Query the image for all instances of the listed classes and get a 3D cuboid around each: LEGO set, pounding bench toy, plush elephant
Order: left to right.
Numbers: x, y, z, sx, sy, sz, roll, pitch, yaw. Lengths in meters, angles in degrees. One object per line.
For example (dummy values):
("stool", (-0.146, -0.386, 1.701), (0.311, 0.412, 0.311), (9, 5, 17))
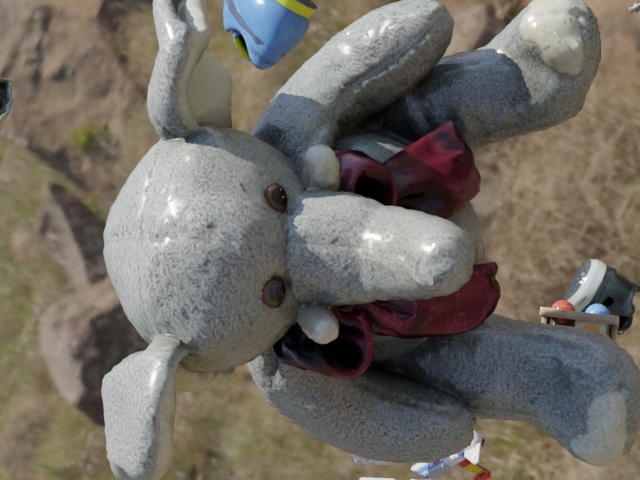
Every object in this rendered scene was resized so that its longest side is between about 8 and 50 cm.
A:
("plush elephant", (0.000, 0.000, 0.704), (0.255, 0.329, 0.272), (-16, -74, -74))
("LEGO set", (0.122, 0.290, 1.642), (0.182, 0.244, 0.060), (0, 49, 18))
("pounding bench toy", (0.175, 0.076, 0.906), (0.083, 0.052, 0.065), (28, -111, -76))

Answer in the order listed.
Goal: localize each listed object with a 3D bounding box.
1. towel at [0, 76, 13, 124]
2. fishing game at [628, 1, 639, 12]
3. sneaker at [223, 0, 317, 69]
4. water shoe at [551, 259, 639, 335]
("towel", (-0.345, 0.055, 0.978), (0.324, 0.056, 0.312), (-44, 20, 29))
("fishing game", (0.290, -0.145, 0.624), (0.189, 0.264, 0.041), (-73, -31, -89))
("sneaker", (-0.070, -0.221, 1.225), (0.082, 0.069, 0.209), (-58, 31, 16))
("water shoe", (0.310, 0.089, 1.506), (0.073, 0.080, 0.203), (-61, -10, -17))
